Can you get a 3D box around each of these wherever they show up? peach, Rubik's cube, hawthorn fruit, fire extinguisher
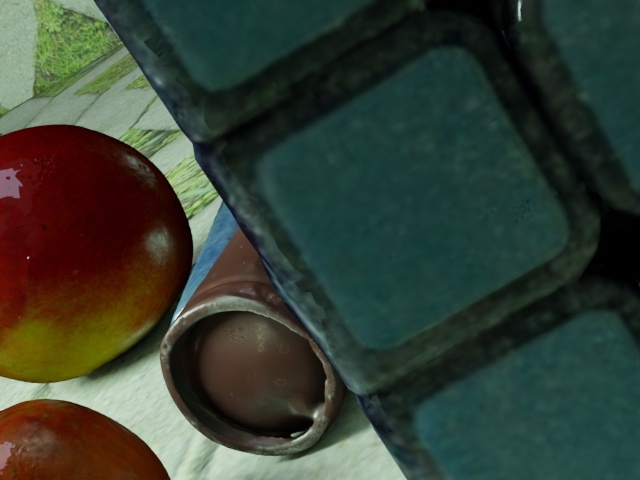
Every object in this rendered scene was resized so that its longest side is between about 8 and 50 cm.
[{"bbox_3d":[-0.183,0.006,0.959,0.197,0.197,0.197,-30,18,11],"label":"peach"},{"bbox_3d":[0.109,-0.105,0.528,0.305,0.301,0.303,-31,17,11],"label":"Rubik's cube"},{"bbox_3d":[-0.127,0.127,0.629,0.125,0.140,0.125,-19,-13,-5],"label":"hawthorn fruit"},{"bbox_3d":[0.000,0.000,0.760,0.105,0.105,0.269,-24,19,28],"label":"fire extinguisher"}]

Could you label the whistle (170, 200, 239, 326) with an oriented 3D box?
[{"bbox_3d":[-0.052,0.018,0.877,0.062,0.062,0.304,-28,18,16],"label":"whistle"}]
